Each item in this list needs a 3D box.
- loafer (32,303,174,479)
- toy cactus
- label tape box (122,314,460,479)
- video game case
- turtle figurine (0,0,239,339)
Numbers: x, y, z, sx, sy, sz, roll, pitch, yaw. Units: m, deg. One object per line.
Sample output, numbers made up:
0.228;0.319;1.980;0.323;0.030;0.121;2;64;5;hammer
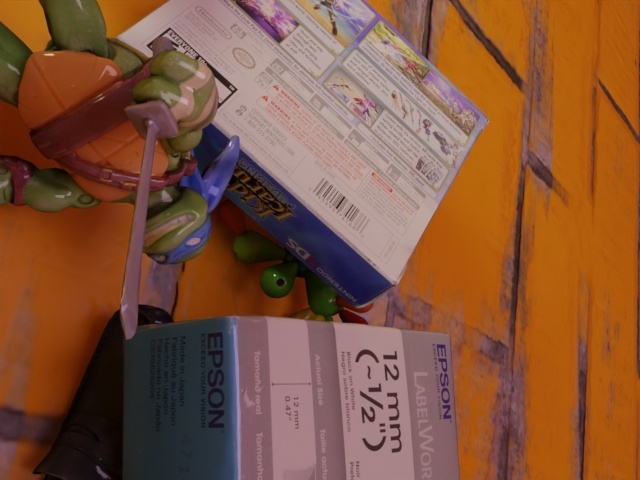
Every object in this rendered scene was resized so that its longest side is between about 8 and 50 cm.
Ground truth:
-0.144;0.148;0.501;0.078;0.076;0.223;34;62;-56;loafer
0.000;0.000;0.709;0.218;0.112;0.180;64;29;-8;toy cactus
0.029;0.189;0.552;0.348;0.115;0.249;11;72;-46;label tape box
-0.004;-0.116;0.646;0.269;0.061;0.244;42;49;-7;video game case
-0.162;-0.076;0.401;0.275;0.198;0.266;-39;106;-38;turtle figurine
